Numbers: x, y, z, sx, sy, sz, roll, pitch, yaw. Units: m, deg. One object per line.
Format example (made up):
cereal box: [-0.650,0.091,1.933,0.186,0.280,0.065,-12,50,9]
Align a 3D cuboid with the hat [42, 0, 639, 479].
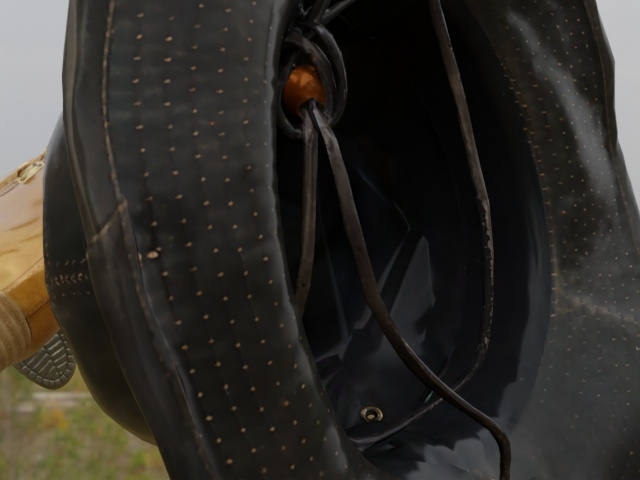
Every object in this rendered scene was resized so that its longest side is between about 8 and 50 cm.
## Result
hat: [0.000,0.000,0.476,0.134,0.331,0.331,-14,-9,35]

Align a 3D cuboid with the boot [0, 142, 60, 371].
boot: [-0.232,0.023,0.848,0.295,0.104,0.211,0,37,47]

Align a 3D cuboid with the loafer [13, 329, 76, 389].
loafer: [-0.274,0.071,1.229,0.056,0.148,0.050,-41,6,-17]
